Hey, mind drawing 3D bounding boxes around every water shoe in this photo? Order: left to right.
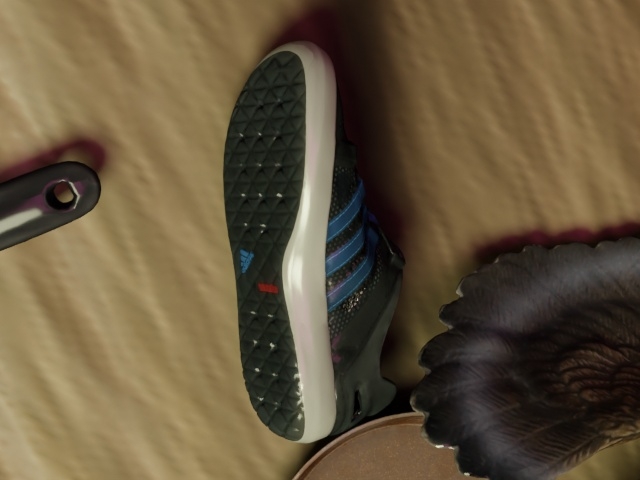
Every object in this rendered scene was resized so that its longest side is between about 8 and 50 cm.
[{"bbox_3d":[0.000,0.000,0.515,0.080,0.073,0.203,-9,107,-39],"label":"water shoe"}]

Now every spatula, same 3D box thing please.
[{"bbox_3d":[-0.243,0.027,0.470,0.297,0.030,0.084,-24,105,-7],"label":"spatula"}]

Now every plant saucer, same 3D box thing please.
[{"bbox_3d":[0.046,0.173,0.577,0.169,0.029,0.168,-3,104,-14],"label":"plant saucer"}]

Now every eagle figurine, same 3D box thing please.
[{"bbox_3d":[0.220,0.098,0.534,0.298,0.226,0.225,-19,153,18],"label":"eagle figurine"}]
